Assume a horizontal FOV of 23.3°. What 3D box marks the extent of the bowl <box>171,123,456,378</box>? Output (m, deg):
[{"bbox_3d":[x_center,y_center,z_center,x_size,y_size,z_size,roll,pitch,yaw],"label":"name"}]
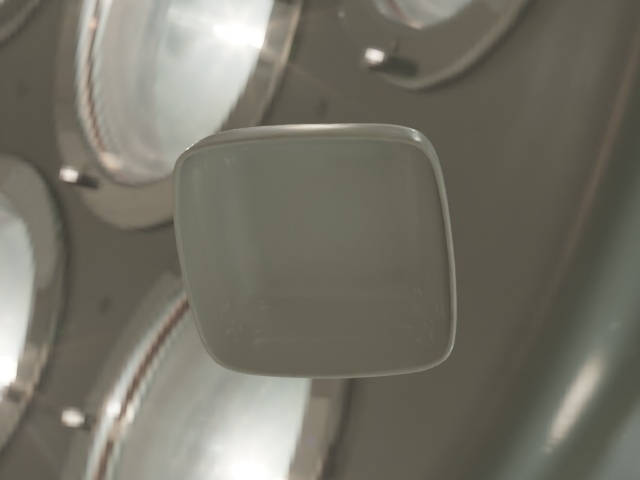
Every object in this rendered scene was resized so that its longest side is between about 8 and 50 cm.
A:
[{"bbox_3d":[0.000,0.000,0.807,0.053,0.142,0.142,-73,159,-61],"label":"bowl"}]
